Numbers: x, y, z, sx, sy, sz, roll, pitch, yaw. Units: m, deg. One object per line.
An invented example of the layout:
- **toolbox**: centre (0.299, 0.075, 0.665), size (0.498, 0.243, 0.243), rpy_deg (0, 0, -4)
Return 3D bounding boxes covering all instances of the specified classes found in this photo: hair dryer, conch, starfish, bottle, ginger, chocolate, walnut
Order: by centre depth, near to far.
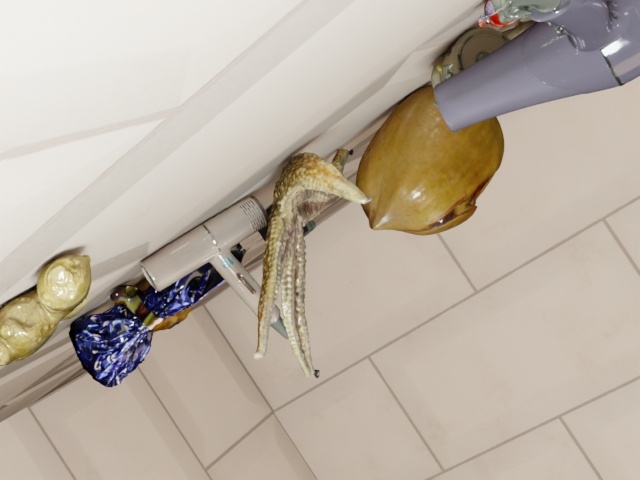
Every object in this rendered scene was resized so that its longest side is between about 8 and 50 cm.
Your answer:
- **ginger**: centre (-0.294, 0.076, 1.035), size (0.133, 0.059, 0.214), rpy_deg (-38, -178, -25)
- **hair dryer**: centre (0.224, -0.219, 1.047), size (0.301, 0.121, 0.361), rpy_deg (-23, 168, 23)
- **bottle**: centre (0.198, -0.221, 1.340), size (0.099, 0.099, 0.152), rpy_deg (-33, -178, -12)
- **starfish**: centre (-0.011, -0.002, 1.434), size (0.132, 0.384, 0.398), rpy_deg (6, 169, -1)
- **hair dryer**: centre (-0.133, 0.076, 1.470), size (0.195, 0.220, 0.053), rpy_deg (-31, -161, -17)
- **walnut**: centre (0.161, -0.117, 1.552), size (0.298, 0.203, 0.203), rpy_deg (-44, -177, -25)
- **chocolate**: centre (-0.254, 0.096, 1.554), size (0.343, 0.126, 0.148), rpy_deg (-38, 135, 26)
- **conch**: centre (-0.294, 0.122, 1.724), size (0.109, 0.093, 0.330), rpy_deg (-28, 175, -43)

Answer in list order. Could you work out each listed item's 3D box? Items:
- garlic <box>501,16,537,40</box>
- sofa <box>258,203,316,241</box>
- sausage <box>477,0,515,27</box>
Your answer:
- **garlic**: centre (0.310, -0.283, 1.463), size (0.194, 0.127, 0.131), rpy_deg (-13, -169, 25)
- **sofa**: centre (-0.056, -0.038, 1.858), size (0.060, 0.085, 0.147), rpy_deg (-28, 175, -37)
- **sausage**: centre (0.239, -0.281, 1.128), size (0.145, 0.050, 0.048), rpy_deg (-34, -139, -3)
